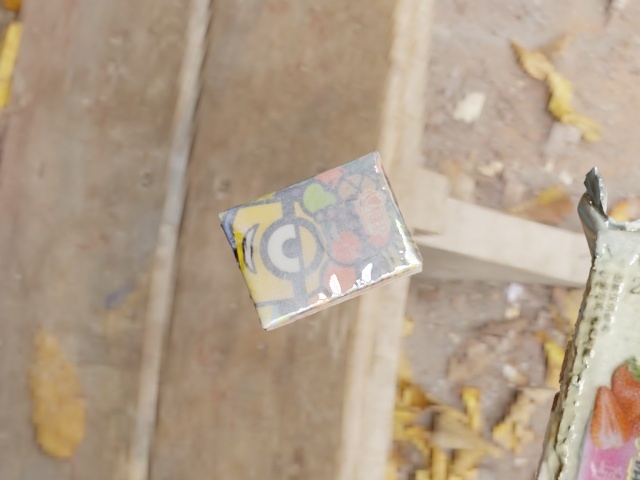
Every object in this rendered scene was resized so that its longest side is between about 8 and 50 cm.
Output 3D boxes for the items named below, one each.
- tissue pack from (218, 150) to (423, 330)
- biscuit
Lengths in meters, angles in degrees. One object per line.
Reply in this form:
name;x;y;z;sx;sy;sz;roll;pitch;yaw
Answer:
tissue pack;0.000;0.000;0.831;0.083;0.035;0.063;-23;80;0
biscuit;0.189;0.128;0.933;0.186;0.079;0.309;14;78;17
